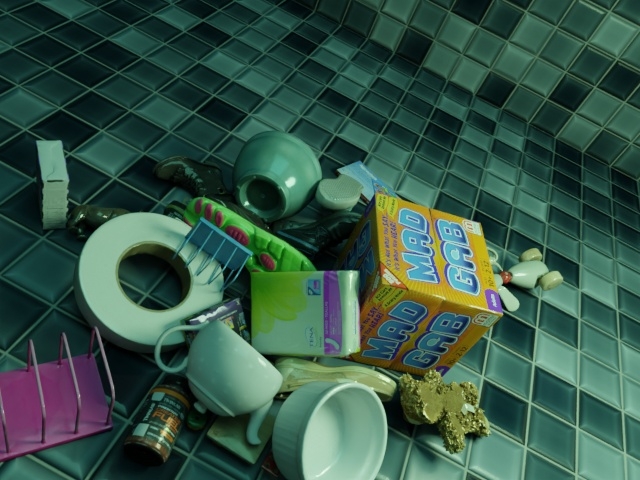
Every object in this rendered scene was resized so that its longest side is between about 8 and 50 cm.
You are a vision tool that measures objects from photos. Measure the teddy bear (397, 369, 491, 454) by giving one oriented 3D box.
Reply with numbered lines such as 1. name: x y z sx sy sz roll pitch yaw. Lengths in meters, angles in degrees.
1. teddy bear: 0.343 0.469 1.605 0.338 0.113 0.245 0 58 -47

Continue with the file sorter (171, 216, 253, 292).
1. file sorter: -0.296 0.045 1.558 0.170 0.118 0.104 36 51 -13

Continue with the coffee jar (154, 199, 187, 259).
1. coffee jar: -0.453 -0.036 1.725 0.096 0.079 0.184 30 48 -5

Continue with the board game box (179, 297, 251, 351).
1. board game box: -0.270 0.245 1.512 0.170 0.048 0.140 -23 104 -45

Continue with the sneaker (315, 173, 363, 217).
1. sneaker: 0.055 -0.125 1.963 0.135 0.150 0.366 31 19 11

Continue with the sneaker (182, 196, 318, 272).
1. sneaker: -0.177 0.014 1.722 0.483 0.185 0.202 39 24 3

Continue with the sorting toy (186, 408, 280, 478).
1. sorting toy: -0.184 0.469 1.403 0.275 0.046 0.132 30 43 4

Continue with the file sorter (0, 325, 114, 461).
1. file sorter: -0.613 0.322 1.238 0.291 0.182 0.202 -8 53 -32

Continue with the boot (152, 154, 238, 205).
1. boot: -0.399 -0.171 1.881 0.263 0.091 0.228 -2 47 -30

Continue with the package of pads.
1. package of pads: -0.042 0.195 1.537 0.297 0.228 0.101 -2 -4 21

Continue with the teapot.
1. teapot: -0.230 0.320 1.353 0.256 0.252 0.187 31 72 37

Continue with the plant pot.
1. plant pot: -0.161 -0.179 1.847 0.293 0.293 0.196 26 36 -1

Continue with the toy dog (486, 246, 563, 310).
1. toy dog: 0.700 0.149 2.103 0.334 0.160 0.220 2 49 -4

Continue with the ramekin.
1. ramekin: 0.018 0.464 1.356 0.277 0.135 0.276 0 89 -42

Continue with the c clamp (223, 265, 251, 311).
1. c clamp: -0.234 0.136 1.726 0.137 0.022 0.160 23 44 4

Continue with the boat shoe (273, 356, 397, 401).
1. boat shoe: 0.037 0.401 1.537 0.342 0.121 0.110 10 52 -6

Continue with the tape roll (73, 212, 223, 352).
1. tape roll: -0.449 0.105 1.535 0.392 0.072 0.391 19 53 -26

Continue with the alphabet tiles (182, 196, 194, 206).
1. alphabet tiles: -0.351 -0.038 1.843 0.238 0.009 0.198 21 43 -7

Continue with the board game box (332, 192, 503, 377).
1. board game box: 0.261 0.141 1.710 0.357 0.356 0.356 15 44 -13

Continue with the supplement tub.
1. supplement tub: -0.367 0.409 1.330 0.106 0.106 0.197 23 43 -4

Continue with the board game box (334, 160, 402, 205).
1. board game box: 0.199 -0.199 2.252 0.145 0.027 0.281 -26 64 -39

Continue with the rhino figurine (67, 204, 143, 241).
1. rhino figurine: -0.610 -0.055 1.687 0.244 0.073 0.106 3 51 -26

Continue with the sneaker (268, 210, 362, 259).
1. sneaker: 0.000 0.000 1.856 0.341 0.125 0.139 -11 58 3

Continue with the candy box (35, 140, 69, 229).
1. candy box: -0.756 -0.155 1.619 0.070 0.196 0.164 -5 52 -29
